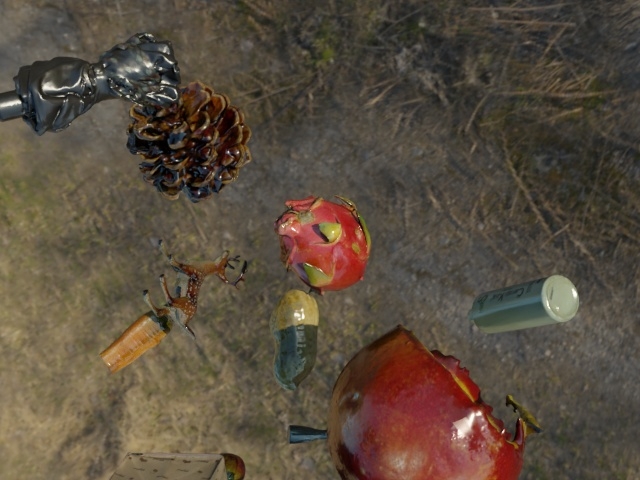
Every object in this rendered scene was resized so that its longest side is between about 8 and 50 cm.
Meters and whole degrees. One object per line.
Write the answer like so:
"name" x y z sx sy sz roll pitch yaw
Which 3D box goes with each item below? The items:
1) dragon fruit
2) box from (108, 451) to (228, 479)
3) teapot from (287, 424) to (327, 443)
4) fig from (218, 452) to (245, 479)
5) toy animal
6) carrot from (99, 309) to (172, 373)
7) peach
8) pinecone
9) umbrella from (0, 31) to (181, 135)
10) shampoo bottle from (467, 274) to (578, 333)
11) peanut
"dragon fruit" 0.004 0.003 1.761 0.224 0.224 0.227 -1 126 35
"box" -0.319 0.573 1.522 0.225 0.297 0.190 -1 109 12
"teapot" -0.019 0.442 1.781 0.110 0.043 0.043 3 120 -10
"fig" -0.276 0.684 2.238 0.103 0.155 0.109 35 140 -15
"toy animal" -0.298 0.101 1.848 0.087 0.243 0.260 8 156 36
"carrot" -0.460 0.249 1.953 0.087 0.193 0.087 51 175 7
"peach" 0.174 0.346 1.415 0.335 0.406 0.310 37 92 -22
"pinecone" -0.276 -0.205 1.566 0.243 0.257 0.243 -24 53 37
"umbrella" -0.346 -0.230 1.159 0.122 0.272 0.110 70 160 3
"shampoo bottle" 0.366 0.127 1.482 0.085 0.085 0.262 59 151 -3
"peanut" -0.065 0.233 1.834 0.120 0.110 0.236 6 86 3
